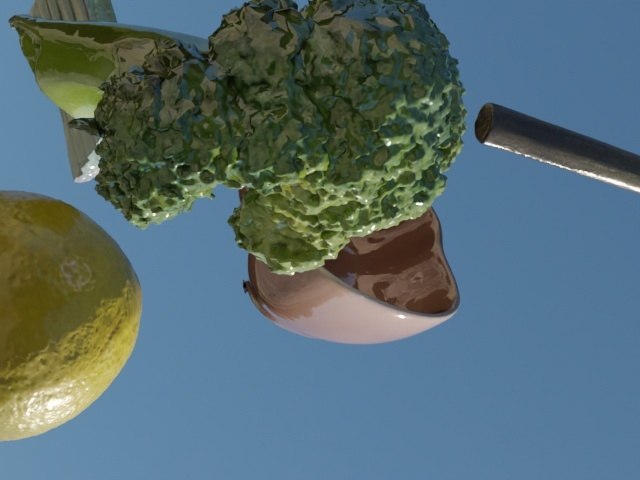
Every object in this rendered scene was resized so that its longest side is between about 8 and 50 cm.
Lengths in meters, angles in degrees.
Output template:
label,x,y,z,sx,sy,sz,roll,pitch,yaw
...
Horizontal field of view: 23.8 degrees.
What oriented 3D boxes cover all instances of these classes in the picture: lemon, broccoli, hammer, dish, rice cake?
label,x,y,z,sx,sy,sz,roll,pitch,yaw
lemon,-0.284,0.062,1.453,0.240,0.219,0.240,36,-39,36
broccoli,-0.054,-0.063,0.968,0.254,0.302,0.186,-83,162,-72
hammer,0.274,-0.057,1.344,0.043,0.365,0.111,15,-90,55
dish,0.000,0.000,1.157,0.090,0.213,0.213,-43,-135,29
rice cake,-0.233,-0.177,1.481,0.189,0.037,0.198,-44,-117,59
